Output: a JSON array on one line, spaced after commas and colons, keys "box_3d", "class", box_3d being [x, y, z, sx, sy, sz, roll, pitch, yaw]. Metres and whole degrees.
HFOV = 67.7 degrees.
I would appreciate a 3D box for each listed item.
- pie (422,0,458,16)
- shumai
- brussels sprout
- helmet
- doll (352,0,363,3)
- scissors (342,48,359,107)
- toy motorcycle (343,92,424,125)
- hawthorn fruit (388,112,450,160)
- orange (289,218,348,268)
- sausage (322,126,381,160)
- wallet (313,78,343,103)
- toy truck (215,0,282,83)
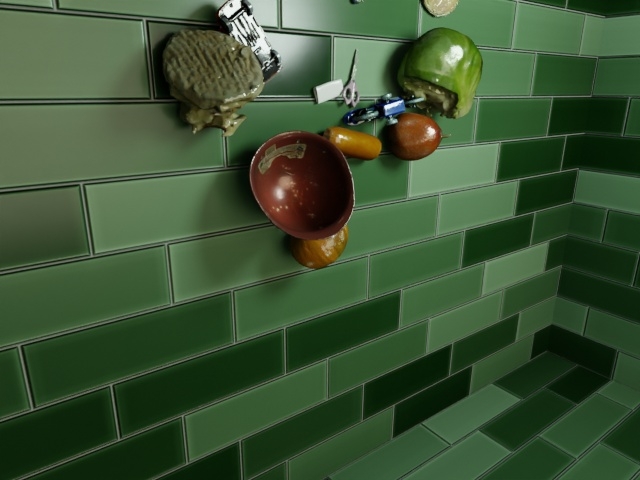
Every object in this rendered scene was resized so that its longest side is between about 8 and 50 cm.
[{"box_3d": [0.482, -1.013, 1.937, 0.218, 0.052, 0.185, 43, 76, -40], "class": "pie"}, {"box_3d": [-0.322, -0.454, 1.433, 0.267, 0.314, 0.262, -41, 170, -23], "class": "shumai"}, {"box_3d": [0.493, -0.671, 1.914, 0.371, 0.276, 0.314, 39, 83, -40], "class": "brussels sprout"}, {"box_3d": [-0.073, -0.161, 1.644, 0.338, 0.230, 0.384, -31, 86, -18], "class": "helmet"}, {"box_3d": [0.163, -0.896, 1.744, 0.125, 0.027, 0.037, -33, 115, -25], "class": "doll"}, {"box_3d": [0.127, -0.615, 1.805, 0.110, 0.021, 0.211, -1, 103, -55], "class": "scissors"}, {"box_3d": [0.244, -0.509, 1.859, 0.316, 0.169, 0.113, -21, 108, -20], "class": "toy motorcycle"}, {"box_3d": [0.403, -0.427, 1.947, 0.199, 0.252, 0.199, 1, 90, -65], "class": "hawthorn fruit"}, {"box_3d": [0.000, 0.000, 1.779, 0.171, 0.240, 0.240, 46, 74, -20], "class": "orange"}, {"box_3d": [0.122, -0.371, 1.839, 0.275, 0.105, 0.105, 3, 102, -39], "class": "sausage"}, {"box_3d": [0.031, -0.550, 1.757, 0.122, 0.025, 0.061, -29, 119, -28], "class": "wallet"}, {"box_3d": [-0.231, -0.614, 1.477, 0.107, 0.114, 0.252, -47, 129, -16], "class": "toy truck"}]
